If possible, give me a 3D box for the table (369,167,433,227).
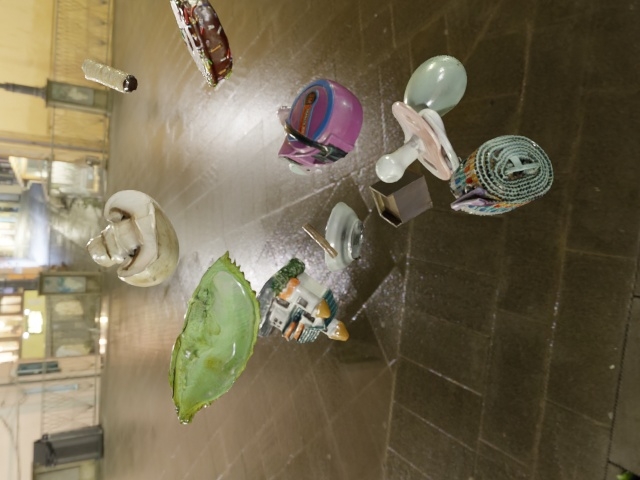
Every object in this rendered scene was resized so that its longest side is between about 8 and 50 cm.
[{"bbox_3d":[0.349,-0.196,2.152,0.172,0.193,0.169,44,162,57],"label":"table"}]

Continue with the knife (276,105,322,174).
[{"bbox_3d":[-0.082,-0.339,1.732,0.399,0.132,0.038,70,-155,-62],"label":"knife"}]

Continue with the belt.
[{"bbox_3d":[0.520,-0.189,1.406,0.160,0.295,0.207,140,119,-65],"label":"belt"}]

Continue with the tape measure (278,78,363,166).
[{"bbox_3d":[0.001,-0.327,1.385,0.245,0.149,0.232,12,83,49],"label":"tape measure"}]

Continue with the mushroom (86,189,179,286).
[{"bbox_3d":[-0.470,0.013,1.276,0.189,0.195,0.254,59,-173,-63],"label":"mushroom"}]

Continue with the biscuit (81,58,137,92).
[{"bbox_3d":[-0.600,-0.462,1.385,0.219,0.055,0.061,27,118,28],"label":"biscuit"}]

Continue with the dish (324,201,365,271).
[{"bbox_3d":[0.119,-0.008,2.116,0.106,0.316,0.316,7,95,24],"label":"dish"}]

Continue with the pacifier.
[{"bbox_3d":[0.313,-0.304,1.592,0.273,0.332,0.220,-10,56,23],"label":"pacifier"}]

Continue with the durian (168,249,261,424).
[{"bbox_3d":[-0.240,0.226,1.133,0.198,0.163,0.394,96,-170,-61],"label":"durian"}]

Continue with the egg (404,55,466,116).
[{"bbox_3d":[0.388,-0.514,1.673,0.264,0.183,0.183,-49,27,-16],"label":"egg"}]

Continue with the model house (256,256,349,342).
[{"bbox_3d":[-0.050,0.242,1.532,0.301,0.190,0.271,32,120,5],"label":"model house"}]

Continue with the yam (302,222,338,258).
[{"bbox_3d":[0.000,0.000,1.597,0.145,0.032,0.032,45,144,-8],"label":"yam"}]

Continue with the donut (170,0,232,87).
[{"bbox_3d":[-0.294,-0.513,1.244,0.235,0.089,0.235,62,170,20],"label":"donut"}]
